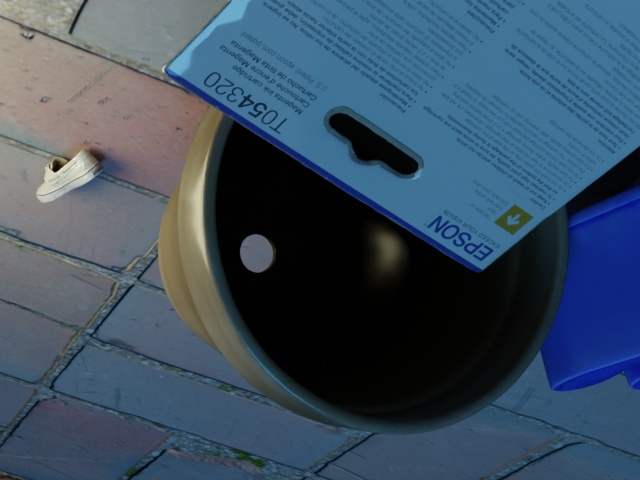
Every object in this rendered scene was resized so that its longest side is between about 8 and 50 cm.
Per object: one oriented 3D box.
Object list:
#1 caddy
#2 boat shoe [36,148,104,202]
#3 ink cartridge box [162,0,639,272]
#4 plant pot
[{"bbox_3d":[0.322,0.012,1.199,0.241,0.179,0.341,5,159,-39],"label":"caddy"},{"bbox_3d":[-0.255,-0.066,1.396,0.100,0.035,0.035,-19,112,47],"label":"boat shoe"},{"bbox_3d":[0.116,-0.159,0.959,0.324,0.071,0.330,32,122,-33],"label":"ink cartridge box"},{"bbox_3d":[0.000,0.000,1.193,0.323,0.323,0.280,24,164,-22],"label":"plant pot"}]
